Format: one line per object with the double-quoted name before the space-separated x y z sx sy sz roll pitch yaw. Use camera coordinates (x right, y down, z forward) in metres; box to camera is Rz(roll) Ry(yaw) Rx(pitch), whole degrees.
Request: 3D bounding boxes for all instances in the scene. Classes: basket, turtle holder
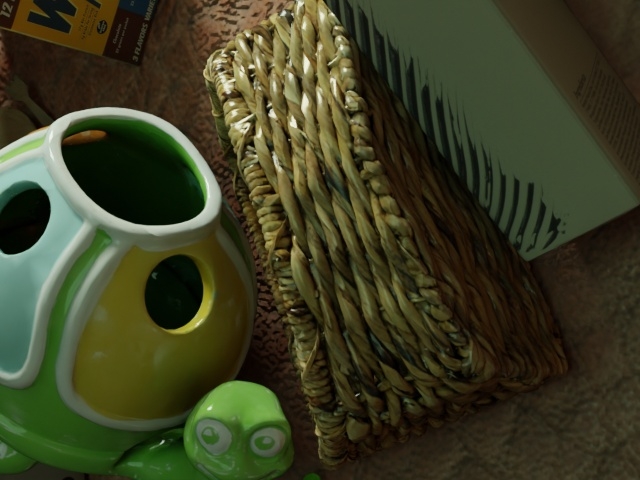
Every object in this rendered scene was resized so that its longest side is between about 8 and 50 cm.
"basket" 0.000 0.000 0.833 0.223 0.213 0.299 -26 73 27
"turtle holder" -0.160 0.051 0.875 0.320 0.243 0.227 -102 29 -45

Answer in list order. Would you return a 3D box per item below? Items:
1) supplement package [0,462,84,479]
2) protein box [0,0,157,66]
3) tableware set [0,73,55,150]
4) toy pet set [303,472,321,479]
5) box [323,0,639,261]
"supplement package" -0.299 0.232 1.044 0.133 0.139 0.244 -9 83 32
"protein box" -0.273 -0.256 1.027 0.199 0.201 0.136 21 98 31
"tableware set" -0.335 -0.119 1.153 0.128 0.039 0.194 -45 71 8
"toy pet set" -0.057 0.218 0.956 0.114 0.065 0.122 -38 67 -14
"box" 0.100 -0.130 0.761 0.094 0.113 0.275 -31 105 34
